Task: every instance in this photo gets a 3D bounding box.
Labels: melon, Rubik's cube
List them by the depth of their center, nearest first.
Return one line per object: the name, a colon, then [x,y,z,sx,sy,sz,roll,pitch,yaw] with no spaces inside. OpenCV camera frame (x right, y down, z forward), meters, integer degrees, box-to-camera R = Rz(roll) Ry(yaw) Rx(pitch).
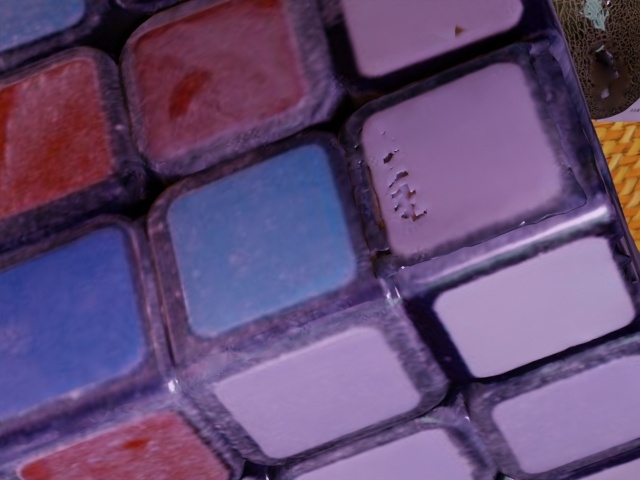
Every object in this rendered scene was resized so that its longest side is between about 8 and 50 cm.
Rubik's cube: [0.000,0.000,1.100,0.363,0.359,0.362,-20,146,10]
melon: [0.181,-0.150,1.304,0.099,0.099,0.162,-29,141,-2]

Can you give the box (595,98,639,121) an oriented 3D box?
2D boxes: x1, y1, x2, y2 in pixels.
box: [0.256,-0.178,1.371,0.055,0.039,0.218,-3,136,-31]
